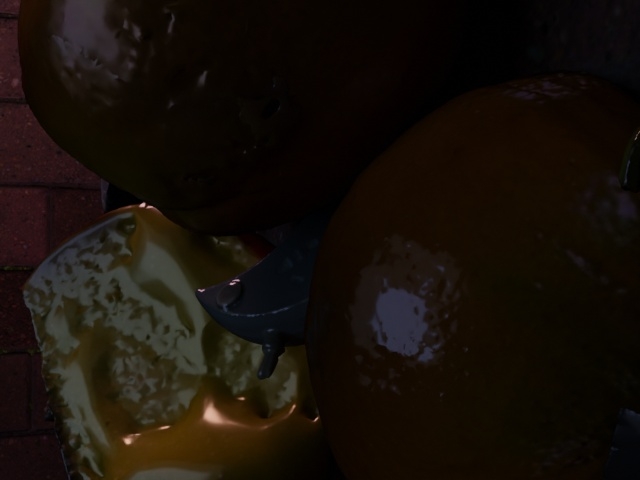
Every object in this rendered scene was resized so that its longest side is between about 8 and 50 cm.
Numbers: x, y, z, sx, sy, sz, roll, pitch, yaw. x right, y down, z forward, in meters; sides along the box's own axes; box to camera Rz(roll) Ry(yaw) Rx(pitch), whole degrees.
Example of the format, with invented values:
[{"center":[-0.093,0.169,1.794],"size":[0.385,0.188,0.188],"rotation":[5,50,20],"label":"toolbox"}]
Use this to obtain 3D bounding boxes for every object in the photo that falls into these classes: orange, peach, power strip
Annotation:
[{"center":[0.114,0.054,0.527],"size":[0.310,0.274,0.274],"rotation":[-55,27,2],"label":"orange"},{"center":[-0.056,-0.188,0.631],"size":[0.373,0.290,0.372],"rotation":[-32,37,28],"label":"peach"},{"center":[-0.104,0.151,0.833],"size":[0.380,0.306,0.242],"rotation":[61,-170,32],"label":"peach"},{"center":[0.000,0.000,0.687],"size":[0.167,0.054,0.253],"rotation":[11,61,45],"label":"power strip"}]

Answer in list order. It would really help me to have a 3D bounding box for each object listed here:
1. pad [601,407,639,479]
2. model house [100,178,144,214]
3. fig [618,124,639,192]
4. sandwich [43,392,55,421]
[{"center":[0.180,0.188,0.394],"size":[0.127,0.004,0.190],"rotation":[23,113,38],"label":"pad"},{"center":[-0.160,-0.115,1.025],"size":[0.298,0.243,0.284],"rotation":[-136,47,-63],"label":"model house"},{"center":[0.176,-0.048,0.353],"size":[0.084,0.098,0.082],"rotation":[-71,25,16],"label":"fig"},{"center":[-0.220,0.160,1.093],"size":[0.162,0.301,0.250],"rotation":[46,149,41],"label":"sandwich"}]
